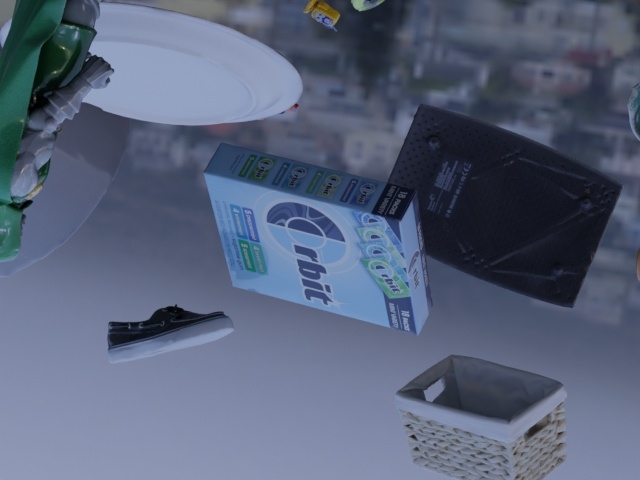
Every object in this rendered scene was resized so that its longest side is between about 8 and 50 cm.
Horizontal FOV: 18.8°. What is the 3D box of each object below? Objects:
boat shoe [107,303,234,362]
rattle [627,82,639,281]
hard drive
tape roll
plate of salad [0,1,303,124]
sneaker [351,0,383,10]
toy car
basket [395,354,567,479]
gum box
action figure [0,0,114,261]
[{"bbox_3d":[-0.142,0.081,1.771,0.142,0.040,0.049,-16,170,33],"label":"boat shoe"},{"bbox_3d":[0.258,-0.039,1.520,0.142,0.130,0.199,-31,167,26],"label":"rattle"},{"bbox_3d":[0.204,-0.039,2.238,0.254,0.172,0.054,22,-179,10],"label":"hard drive"},{"bbox_3d":[-0.264,-0.078,1.652,0.219,0.219,0.072,17,163,49],"label":"tape roll"},{"bbox_3d":[-0.109,-0.122,1.263,0.199,0.048,0.200,7,163,2],"label":"plate of salad"},{"bbox_3d":[0.039,-0.319,2.013,0.109,0.124,0.295,-26,169,16],"label":"sneaker"},{"bbox_3d":[-0.021,-0.150,1.676,0.040,0.122,0.060,32,-136,-5],"label":"toy car"},{"bbox_3d":[0.183,0.208,2.164,0.167,0.103,0.113,12,-149,42],"label":"basket"},{"bbox_3d":[0.000,0.000,1.678,0.184,0.157,0.041,14,-127,20],"label":"gum box"},{"bbox_3d":[-0.150,-0.099,1.067,0.063,0.232,0.137,19,-179,-19],"label":"action figure"}]
